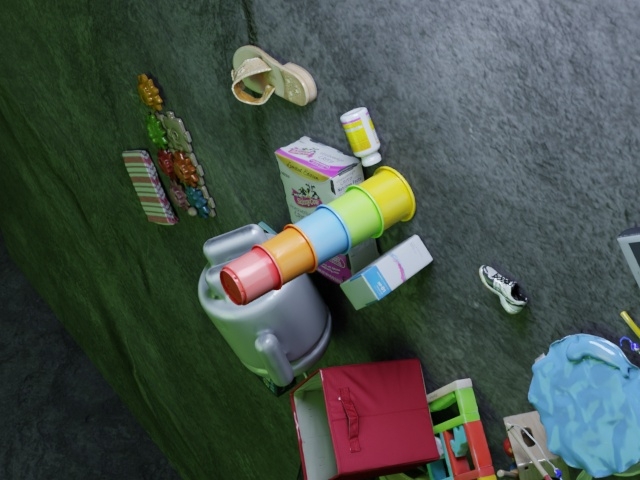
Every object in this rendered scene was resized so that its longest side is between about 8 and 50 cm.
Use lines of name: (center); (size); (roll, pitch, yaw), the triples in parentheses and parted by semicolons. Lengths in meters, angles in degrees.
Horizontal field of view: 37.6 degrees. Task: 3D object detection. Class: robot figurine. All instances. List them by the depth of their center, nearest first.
robot figurine: (-0.099, 0.126, 1.769); (0.300, 0.199, 0.353); (-96, -16, -45)

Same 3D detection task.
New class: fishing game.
fishing game: (0.353, 0.214, 1.228); (0.189, 0.041, 0.264); (53, 130, 29)

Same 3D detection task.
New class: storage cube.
storage cube: (0.075, 0.326, 1.666); (0.215, 0.193, 0.184); (131, 131, -61)

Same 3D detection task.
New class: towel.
towel: (-0.418, -0.131, 2.291); (0.144, 0.029, 0.197); (8, 121, 58)

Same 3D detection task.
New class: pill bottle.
pill bottle: (0.063, -0.155, 1.417); (0.043, 0.043, 0.083); (5, 122, 58)

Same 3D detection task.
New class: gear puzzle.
gear puzzle: (-0.330, -0.200, 2.045); (0.175, 0.044, 0.339); (20, 134, 52)

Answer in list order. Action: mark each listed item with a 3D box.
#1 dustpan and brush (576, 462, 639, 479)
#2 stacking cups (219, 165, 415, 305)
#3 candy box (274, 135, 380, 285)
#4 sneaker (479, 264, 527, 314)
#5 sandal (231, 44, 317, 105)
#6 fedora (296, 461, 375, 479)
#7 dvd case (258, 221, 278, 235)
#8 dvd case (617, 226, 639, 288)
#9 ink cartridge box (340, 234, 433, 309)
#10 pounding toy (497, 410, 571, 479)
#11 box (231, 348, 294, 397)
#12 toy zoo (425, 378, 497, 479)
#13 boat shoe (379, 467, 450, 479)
dustpan and brush: (0.390, 0.284, 1.290); (0.147, 0.060, 0.211); (41, 148, 32)
stacking cups: (0.000, 0.000, 1.384); (0.096, 0.316, 0.096); (38, 146, 32)
candy box: (0.016, -0.043, 1.585); (0.159, 0.071, 0.234); (28, 139, 47)
sneaker: (0.261, 0.063, 1.327); (0.083, 0.032, 0.037); (49, 138, 9)
sandal: (-0.109, -0.263, 1.561); (0.240, 0.079, 0.088); (26, 139, 48)
fedora: (0.042, 0.471, 1.937); (0.152, 0.334, 0.334); (15, 142, 6)
dvd case: (-0.092, 0.028, 1.907); (0.087, 0.013, 0.120); (39, 148, 35)
dvd case: (0.444, 0.056, 1.000); (0.238, 0.029, 0.179); (-14, 104, 62)
ink cartridge box: (0.104, 0.050, 1.474); (0.052, 0.122, 0.088); (55, 154, -1)
pounding toy: (0.306, 0.331, 1.368); (0.141, 0.100, 0.130); (-90, -15, -63)
box: (-0.136, 0.222, 2.130); (0.183, 0.059, 0.233); (43, 149, 32)
toy zoo: (0.235, 0.396, 1.579); (0.192, 0.030, 0.293); (130, 131, -62)
boat shoe: (0.230, 0.465, 1.724); (0.302, 0.109, 0.098); (27, 101, 46)
